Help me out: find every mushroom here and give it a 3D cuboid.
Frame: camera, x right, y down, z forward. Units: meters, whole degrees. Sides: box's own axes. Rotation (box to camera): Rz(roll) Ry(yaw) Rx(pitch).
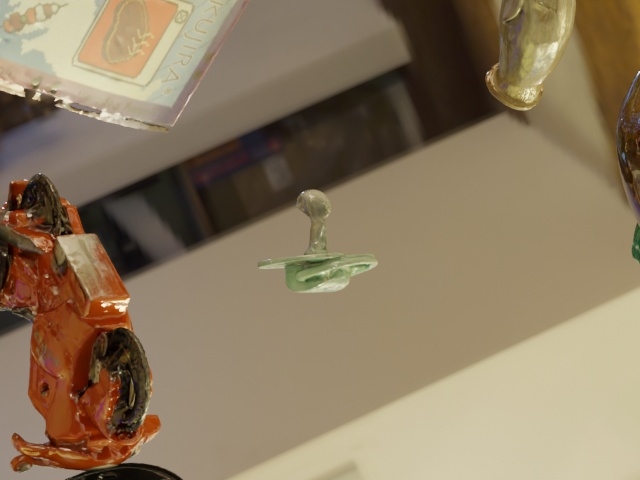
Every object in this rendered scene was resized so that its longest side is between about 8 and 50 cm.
[{"bbox_3d":[0.276,-0.278,2.349,0.108,0.096,0.247,31,-42,26],"label":"mushroom"}]

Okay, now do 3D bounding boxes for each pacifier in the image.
[{"bbox_3d":[0.000,0.000,2.021,0.127,0.150,0.116,-5,-95,38],"label":"pacifier"}]

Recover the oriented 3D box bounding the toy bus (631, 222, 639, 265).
[{"bbox_3d":[0.494,0.004,1.930,0.199,0.344,0.183,43,-64,41],"label":"toy bus"}]

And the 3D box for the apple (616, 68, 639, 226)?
[{"bbox_3d":[0.382,-0.074,1.585,0.234,0.256,0.257,33,1,-15],"label":"apple"}]

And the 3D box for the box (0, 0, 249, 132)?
[{"bbox_3d":[-0.194,-0.316,1.416,0.319,0.348,0.257,16,24,-46],"label":"box"}]

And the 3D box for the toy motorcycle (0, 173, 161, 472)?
[{"bbox_3d":[-0.244,0.095,1.718,0.325,0.148,0.221,57,-42,38],"label":"toy motorcycle"}]

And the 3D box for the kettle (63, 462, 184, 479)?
[{"bbox_3d":[-0.181,0.414,1.739,0.262,0.203,0.308,-63,145,-46],"label":"kettle"}]
